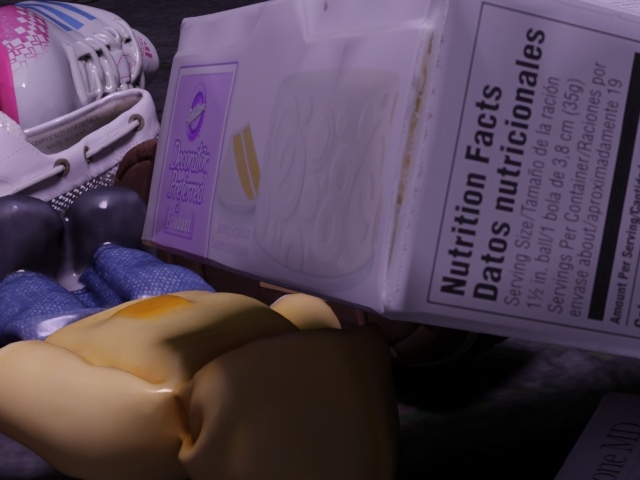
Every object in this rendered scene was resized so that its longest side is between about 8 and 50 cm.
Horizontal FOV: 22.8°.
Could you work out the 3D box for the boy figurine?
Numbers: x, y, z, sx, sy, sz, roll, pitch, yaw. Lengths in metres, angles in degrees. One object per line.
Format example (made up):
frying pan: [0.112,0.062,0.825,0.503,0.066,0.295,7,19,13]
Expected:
boy figurine: [-0.066,0.048,0.656,0.177,0.092,0.285,-6,14,-27]

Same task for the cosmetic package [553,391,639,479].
cosmetic package: [0.175,0.107,0.428,0.231,0.086,0.117,5,18,21]

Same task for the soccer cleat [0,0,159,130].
soccer cleat: [-0.191,-0.132,1.214,0.143,0.116,0.331,-7,17,-9]

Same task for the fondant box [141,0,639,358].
fondant box: [0.129,-0.006,0.555,0.330,0.096,0.238,12,0,-22]

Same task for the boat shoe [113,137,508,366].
boat shoe: [-0.001,0.008,0.798,0.095,0.095,0.257,-1,17,-44]

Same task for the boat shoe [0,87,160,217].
boat shoe: [-0.201,-0.033,0.928,0.098,0.096,0.277,10,22,37]

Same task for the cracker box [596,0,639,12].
cracker box: [0.143,-0.102,0.971,0.155,0.067,0.232,-7,26,7]
